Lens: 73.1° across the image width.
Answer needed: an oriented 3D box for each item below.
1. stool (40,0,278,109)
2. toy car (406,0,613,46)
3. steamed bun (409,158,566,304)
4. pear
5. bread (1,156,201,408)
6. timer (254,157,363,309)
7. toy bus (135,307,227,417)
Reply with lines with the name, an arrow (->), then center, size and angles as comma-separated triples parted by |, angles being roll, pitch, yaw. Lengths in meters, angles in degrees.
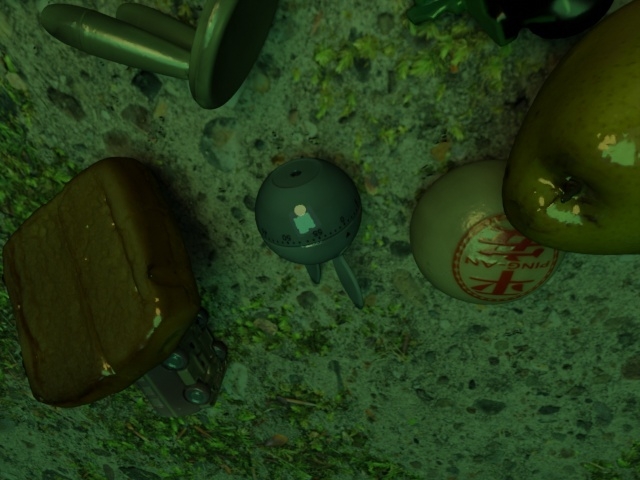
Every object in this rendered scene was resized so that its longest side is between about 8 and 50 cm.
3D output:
stool -> -0.169, -0.289, 0.504 | 0.198, 0.195, 0.195 | 30, 120, -5
toy car -> 0.240, -0.356, 0.414 | 0.358, 0.177, 0.213 | -39, 140, 17
steamed bun -> 0.250, 0.002, 0.636 | 0.231, 0.145, 0.232 | 4, 120, 6
pear -> 0.359, -0.103, 0.464 | 0.285, 0.285, 0.336 | 42, 81, -16
bread -> -0.336, 0.064, 0.695 | 0.327, 0.148, 0.337 | -35, 72, 17
timer -> 0.007, -0.020, 0.675 | 0.175, 0.176, 0.255 | -25, 141, 20
toy bus -> -0.285, 0.229, 0.844 | 0.142, 0.142, 0.203 | -13, 118, 14
